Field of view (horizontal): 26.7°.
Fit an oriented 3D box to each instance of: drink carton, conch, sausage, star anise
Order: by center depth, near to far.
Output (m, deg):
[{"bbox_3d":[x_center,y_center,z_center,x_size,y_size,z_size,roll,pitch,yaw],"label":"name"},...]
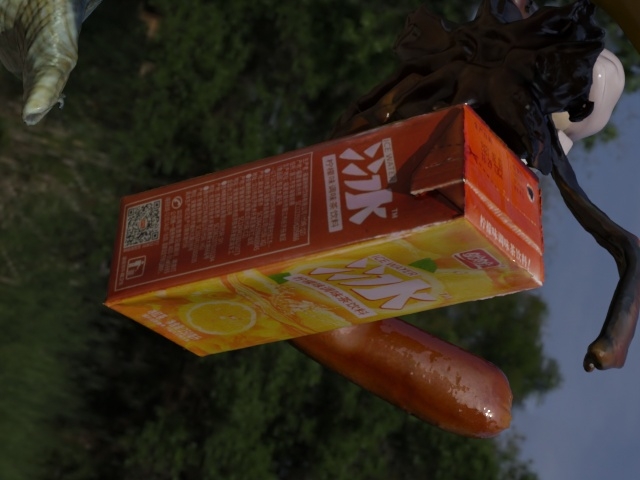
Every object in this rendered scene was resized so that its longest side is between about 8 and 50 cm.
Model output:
[{"bbox_3d":[0.000,0.000,0.731,0.223,0.096,0.071,-13,-119,29],"label":"drink carton"},{"bbox_3d":[0.120,-0.057,0.932,0.237,0.148,0.346,-37,-123,12],"label":"star anise"},{"bbox_3d":[-0.272,-0.251,1.288,0.203,0.169,0.386,110,-1,-50],"label":"conch"},{"bbox_3d":[0.068,0.123,1.438,0.089,0.300,0.083,-61,178,-28],"label":"sausage"}]

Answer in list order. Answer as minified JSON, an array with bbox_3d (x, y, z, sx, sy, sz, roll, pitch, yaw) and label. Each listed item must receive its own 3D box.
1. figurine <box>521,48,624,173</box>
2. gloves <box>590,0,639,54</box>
[{"bbox_3d":[0.229,-0.133,1.340,0.229,0.112,0.137,-51,-176,-29],"label":"figurine"},{"bbox_3d":[0.255,-0.098,0.771,0.116,0.133,0.294,-47,-117,21],"label":"gloves"}]
